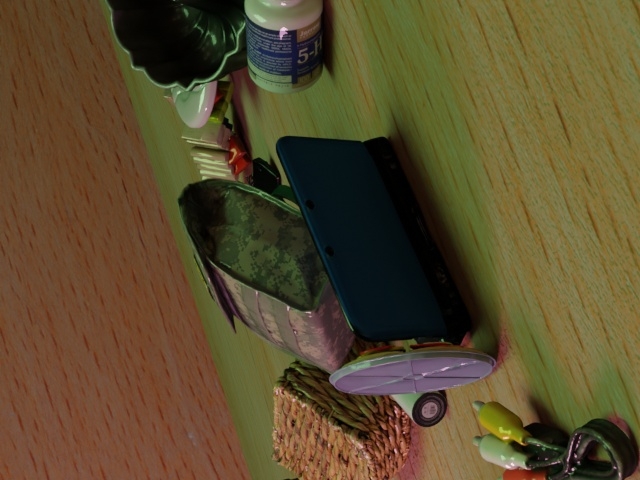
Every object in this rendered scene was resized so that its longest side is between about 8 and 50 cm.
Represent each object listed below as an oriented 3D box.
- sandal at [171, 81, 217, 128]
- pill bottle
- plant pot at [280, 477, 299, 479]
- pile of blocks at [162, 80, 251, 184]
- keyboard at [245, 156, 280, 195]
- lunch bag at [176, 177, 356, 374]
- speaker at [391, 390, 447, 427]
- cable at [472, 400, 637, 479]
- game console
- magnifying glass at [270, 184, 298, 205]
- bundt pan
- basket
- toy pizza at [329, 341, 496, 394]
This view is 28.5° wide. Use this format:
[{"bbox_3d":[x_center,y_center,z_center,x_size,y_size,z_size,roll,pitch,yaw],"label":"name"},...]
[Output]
[{"bbox_3d":[-0.213,-0.415,2.339,0.169,0.102,0.416,-21,72,59],"label":"sandal"},{"bbox_3d":[-0.051,-0.310,1.778,0.187,0.112,0.112,90,159,-49],"label":"pill bottle"},{"bbox_3d":[0.001,0.513,2.408,0.167,0.165,0.167,163,90,-75],"label":"plant pot"},{"bbox_3d":[-0.192,-0.217,2.510,0.112,0.149,0.362,11,139,26],"label":"pile of blocks"},{"bbox_3d":[-0.100,-0.093,2.411,0.100,0.038,0.192,40,150,24],"label":"keyboard"},{"bbox_3d":[-0.080,0.047,1.860,0.287,0.169,0.235,25,157,21],"label":"lunch bag"},{"bbox_3d":[0.129,0.212,1.795,0.136,0.055,0.055,-137,33,-63],"label":"speaker"},{"bbox_3d":[0.247,0.244,1.339,0.287,0.072,0.140,177,72,-75],"label":"cable"},{"bbox_3d":[0.056,0.025,1.622,0.250,0.173,0.293,103,149,-63],"label":"game console"},{"bbox_3d":[0.000,0.000,1.917,0.092,0.026,0.231,17,153,49],"label":"magnifying glass"},{"bbox_3d":[-0.184,-0.398,1.960,0.330,0.124,0.331,7,102,39],"label":"bundt pan"},{"bbox_3d":[0.066,0.273,2.035,0.213,0.223,0.299,32,149,18],"label":"basket"},{"bbox_3d":[0.110,0.150,1.513,0.201,0.201,0.032,113,153,-69],"label":"toy pizza"}]
